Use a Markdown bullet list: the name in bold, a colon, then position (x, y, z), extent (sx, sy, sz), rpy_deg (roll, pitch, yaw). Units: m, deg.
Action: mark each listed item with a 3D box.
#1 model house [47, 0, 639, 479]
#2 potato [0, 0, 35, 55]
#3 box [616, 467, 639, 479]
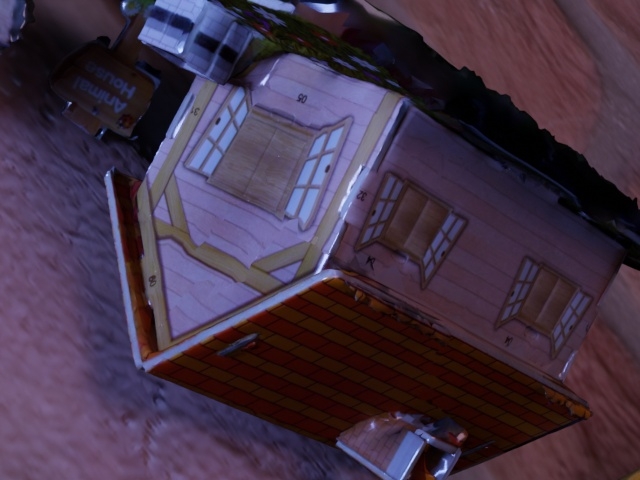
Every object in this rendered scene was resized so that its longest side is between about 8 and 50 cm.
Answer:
- **model house**: position (0.001, 0.001, 0.737), extent (0.207, 0.154, 0.294), rpy_deg (25, -3, 43)
- **potato**: position (-0.155, -0.116, 0.676), extent (0.086, 0.061, 0.122), rpy_deg (32, 41, -33)
- **box**: position (0.110, 0.201, 0.733), extent (0.237, 0.070, 0.152), rpy_deg (-16, 75, -59)
